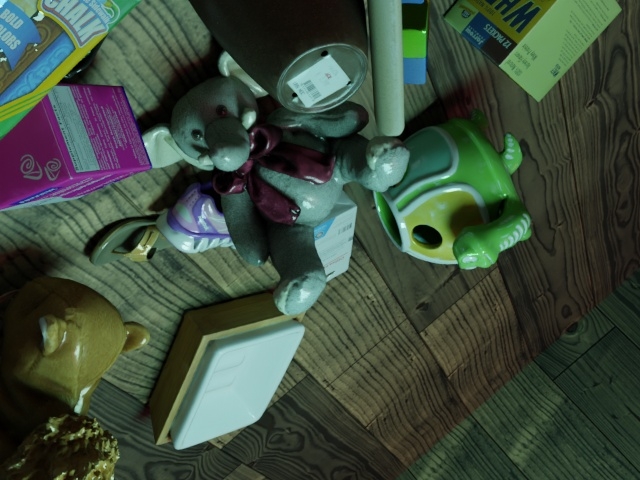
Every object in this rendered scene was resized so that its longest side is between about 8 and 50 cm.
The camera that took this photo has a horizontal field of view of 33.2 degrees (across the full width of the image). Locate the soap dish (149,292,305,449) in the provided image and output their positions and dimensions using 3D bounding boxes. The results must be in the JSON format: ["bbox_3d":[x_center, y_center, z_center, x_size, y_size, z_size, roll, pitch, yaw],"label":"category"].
[{"bbox_3d":[-0.174,0.228,1.924,0.228,0.118,0.291,-12,141,-42],"label":"soap dish"}]

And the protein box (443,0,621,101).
[{"bbox_3d":[0.341,-0.363,1.718,0.201,0.136,0.199,-49,152,13],"label":"protein box"}]

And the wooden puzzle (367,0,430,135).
[{"bbox_3d":[0.097,-0.348,1.246,0.080,0.348,0.322,-1,148,6],"label":"wooden puzzle"}]

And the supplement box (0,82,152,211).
[{"bbox_3d":[-0.293,-0.107,1.204,0.111,0.114,0.220,-20,180,16],"label":"supplement box"}]

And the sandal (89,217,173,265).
[{"bbox_3d":[-0.255,0.005,1.585,0.180,0.049,0.072,-12,140,-42],"label":"sandal"}]

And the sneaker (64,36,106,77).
[{"bbox_3d":[-0.314,-0.212,1.155,0.267,0.106,0.101,-43,153,5],"label":"sneaker"}]

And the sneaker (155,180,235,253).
[{"bbox_3d":[-0.132,-0.047,1.610,0.236,0.095,0.105,-7,134,-53],"label":"sneaker"}]

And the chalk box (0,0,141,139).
[{"bbox_3d":[-0.307,-0.263,1.013,0.289,0.180,0.179,-42,152,4],"label":"chalk box"}]

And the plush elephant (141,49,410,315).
[{"bbox_3d":[-0.087,-0.120,1.432,0.255,0.330,0.272,26,110,-35],"label":"plush elephant"}]

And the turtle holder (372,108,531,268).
[{"bbox_3d":[0.230,-0.053,1.832,0.227,0.320,0.243,-21,150,-8],"label":"turtle holder"}]

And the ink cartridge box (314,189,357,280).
[{"bbox_3d":[0.000,0.000,1.881,0.104,0.060,0.180,-28,149,-25],"label":"ink cartridge box"}]

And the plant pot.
[{"bbox_3d":[-0.035,-0.263,1.240,0.215,0.230,0.215,-16,147,-11],"label":"plant pot"}]

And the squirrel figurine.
[{"bbox_3d":[-0.370,0.256,1.436,0.370,0.397,0.281,-50,144,14],"label":"squirrel figurine"}]
